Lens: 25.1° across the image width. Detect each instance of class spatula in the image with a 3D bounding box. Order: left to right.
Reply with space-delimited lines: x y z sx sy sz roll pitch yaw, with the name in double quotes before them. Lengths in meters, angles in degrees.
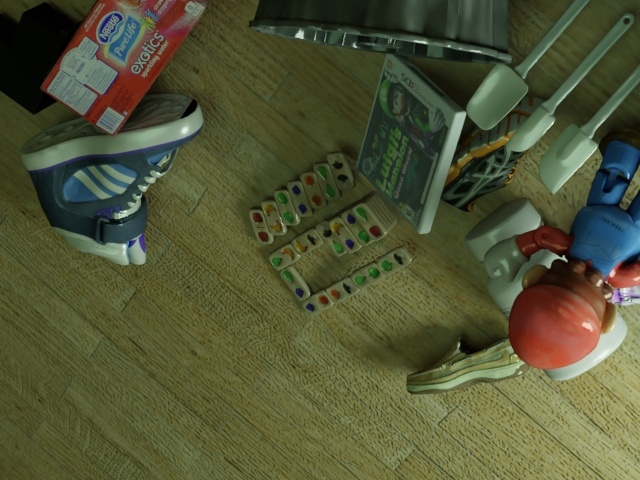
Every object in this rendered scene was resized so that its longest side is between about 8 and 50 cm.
"spatula" 0.312 -0.202 1.805 0.168 0.019 0.242 47 109 20

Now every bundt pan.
"bundt pan" 0.083 -0.298 1.767 0.330 0.331 0.124 10 95 22

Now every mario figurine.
"mario figurine" 0.342 0.023 1.836 0.198 0.321 0.170 22 164 48

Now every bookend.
"bookend" -0.447 -0.301 2.162 0.157 0.072 0.156 35 124 7

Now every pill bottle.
"pill bottle" 0.300 0.063 1.944 0.131 0.131 0.229 -31 99 35

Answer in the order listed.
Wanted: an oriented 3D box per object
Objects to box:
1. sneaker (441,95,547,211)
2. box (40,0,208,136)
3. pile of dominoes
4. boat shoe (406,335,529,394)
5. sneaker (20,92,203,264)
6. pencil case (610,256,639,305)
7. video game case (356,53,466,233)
"sneaker" 0.234 -0.115 1.925 0.083 0.084 0.215 39 129 -19
"box" -0.265 -0.291 2.015 0.128 0.123 0.257 33 120 -12
"pile of dominoes" 0.000 0.000 2.097 0.251 0.040 0.196 -31 99 42
"boat shoe" 0.208 0.174 2.097 0.190 0.068 0.072 -15 95 22
"sneaker" -0.279 -0.078 2.175 0.322 0.130 0.236 -11 120 25
"pencil case" 0.482 0.056 1.876 0.206 0.088 0.086 4 128 24
"video game case" 0.118 -0.134 1.942 0.173 0.022 0.190 50 136 42
